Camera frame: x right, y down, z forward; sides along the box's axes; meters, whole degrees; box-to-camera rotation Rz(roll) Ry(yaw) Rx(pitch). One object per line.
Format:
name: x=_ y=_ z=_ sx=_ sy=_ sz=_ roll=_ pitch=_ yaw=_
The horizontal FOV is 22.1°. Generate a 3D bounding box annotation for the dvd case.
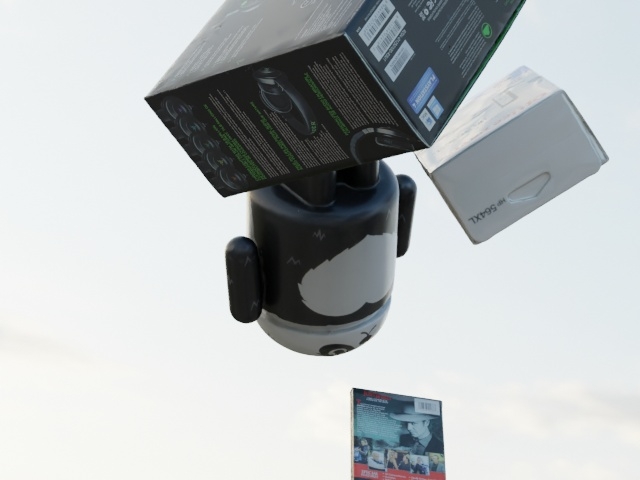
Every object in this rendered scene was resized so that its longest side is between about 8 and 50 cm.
dvd case: x=0.069 y=0.187 z=1.456 sx=0.087 sy=0.119 sz=0.013 roll=9 pitch=-40 yaw=-11

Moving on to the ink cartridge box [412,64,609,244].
ink cartridge box: x=0.173 y=-0.086 z=1.563 sx=0.148 sy=0.086 sz=0.203 roll=-33 pitch=11 yaw=3

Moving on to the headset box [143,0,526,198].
headset box: x=0.011 y=-0.179 z=1.473 sx=0.283 sy=0.246 sz=0.131 roll=-12 pitch=-55 yaw=44

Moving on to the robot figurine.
robot figurine: x=0.003 y=0.000 z=1.831 sx=0.209 sy=0.174 sz=0.278 roll=2 pitch=-54 yaw=1
